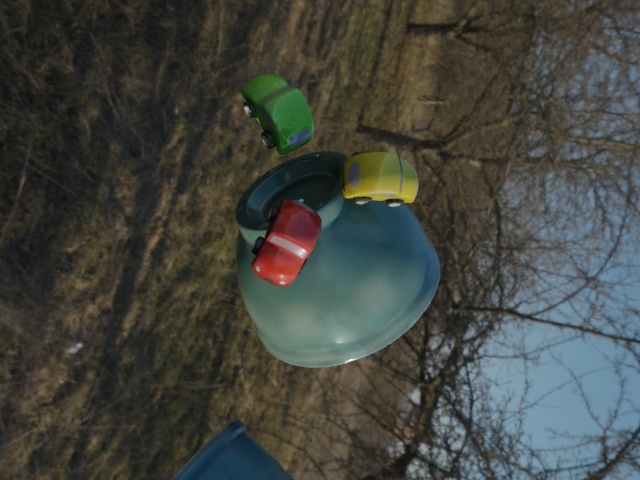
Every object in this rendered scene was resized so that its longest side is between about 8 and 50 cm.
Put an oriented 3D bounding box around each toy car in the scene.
[{"bbox_3d":[-0.015,-0.096,0.647,0.239,0.225,0.053,-32,-179,-21],"label":"toy car"}]

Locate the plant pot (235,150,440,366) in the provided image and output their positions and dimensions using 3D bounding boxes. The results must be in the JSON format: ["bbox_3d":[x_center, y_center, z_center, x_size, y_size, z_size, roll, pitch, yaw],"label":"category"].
[{"bbox_3d":[0.000,0.000,0.801,0.196,0.293,0.293,63,35,-33],"label":"plant pot"}]

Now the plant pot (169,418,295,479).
[{"bbox_3d":[-0.048,0.318,0.396,0.272,0.255,0.272,-51,170,-13],"label":"plant pot"}]
